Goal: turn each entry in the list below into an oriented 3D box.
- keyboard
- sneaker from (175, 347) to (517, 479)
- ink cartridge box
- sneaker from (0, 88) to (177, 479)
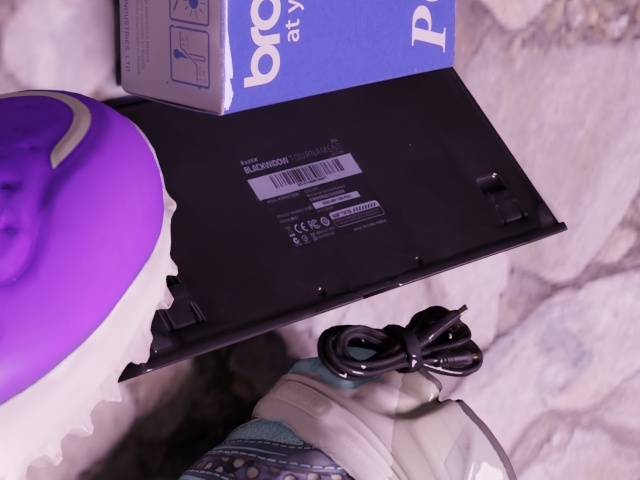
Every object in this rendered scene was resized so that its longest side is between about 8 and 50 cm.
[{"bbox_3d":[0.000,0.000,0.553,0.180,0.108,0.023,-17,158,-43],"label":"keyboard"},{"bbox_3d":[0.011,0.172,0.616,0.122,0.110,0.283,-31,117,-24],"label":"sneaker"},{"bbox_3d":[-0.007,-0.144,0.521,0.097,0.046,0.207,-17,114,-43],"label":"ink cartridge box"},{"bbox_3d":[-0.148,-0.001,0.366,0.293,0.102,0.146,-28,121,-39],"label":"sneaker"}]
